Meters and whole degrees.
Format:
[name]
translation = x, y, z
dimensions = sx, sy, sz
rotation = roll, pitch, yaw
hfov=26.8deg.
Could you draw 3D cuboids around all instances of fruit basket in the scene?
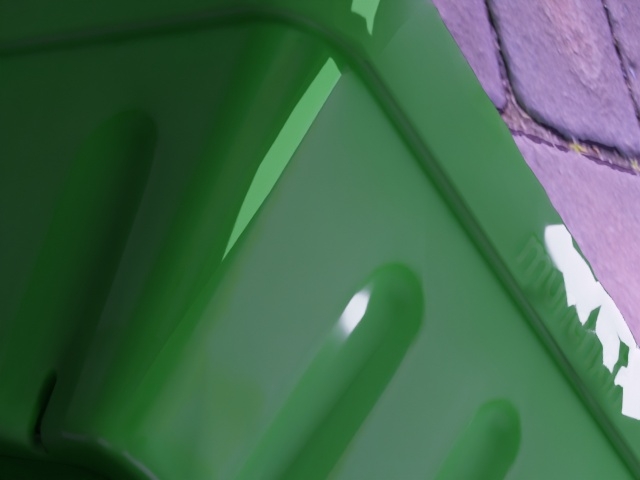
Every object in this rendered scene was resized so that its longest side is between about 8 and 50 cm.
[fruit basket]
translation = 0.000, 0.000, 0.587
dimensions = 0.392, 0.283, 0.392
rotation = 1, 89, -52
